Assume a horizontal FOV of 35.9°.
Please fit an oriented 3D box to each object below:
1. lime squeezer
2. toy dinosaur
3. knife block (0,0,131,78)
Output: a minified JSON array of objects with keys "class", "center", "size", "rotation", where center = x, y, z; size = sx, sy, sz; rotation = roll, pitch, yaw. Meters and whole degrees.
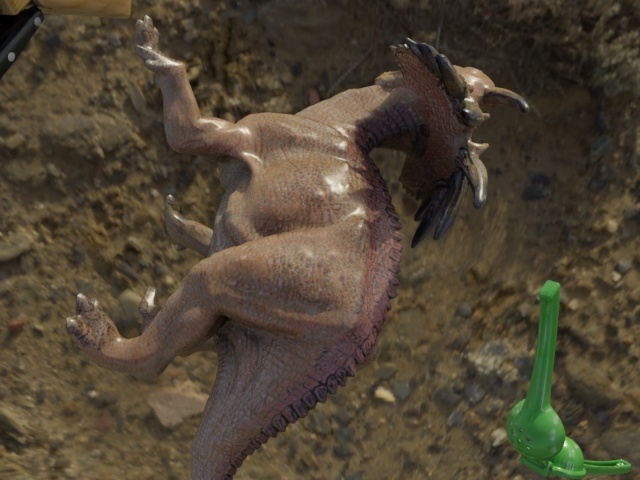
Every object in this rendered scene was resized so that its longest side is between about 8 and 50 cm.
[{"class":"lime squeezer","center":[0.225,0.175,0.938],"size":[0.058,0.310,0.110],"rotation":[4,51,36]},{"class":"toy dinosaur","center":[0.000,0.000,0.501],"size":[0.200,0.127,0.296],"rotation":[5,65,10]},{"class":"knife block","center":[-0.219,-0.214,0.592],"size":[0.088,0.242,0.276],"rotation":[10,99,28]}]
